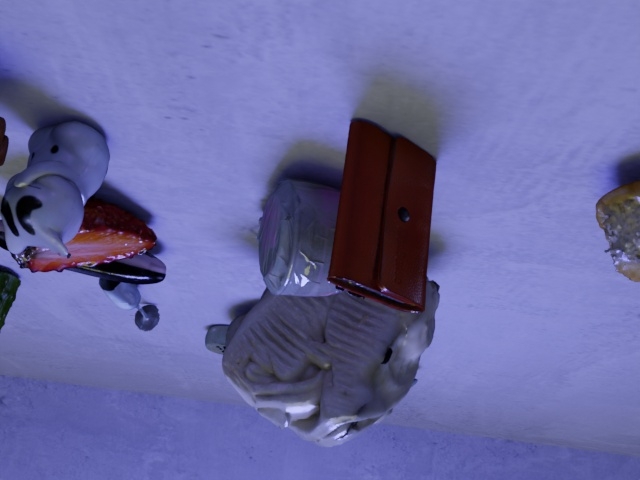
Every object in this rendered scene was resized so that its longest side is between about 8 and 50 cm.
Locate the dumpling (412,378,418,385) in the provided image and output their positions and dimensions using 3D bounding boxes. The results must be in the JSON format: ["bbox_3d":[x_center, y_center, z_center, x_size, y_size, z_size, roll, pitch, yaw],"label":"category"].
[{"bbox_3d":[0.194,0.408,1.862,0.219,0.152,0.108,-4,118,52],"label":"dumpling"}]

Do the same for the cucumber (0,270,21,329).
[{"bbox_3d":[-0.780,0.181,1.437,0.134,0.245,0.134,7,163,2],"label":"cucumber"}]

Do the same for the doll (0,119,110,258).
[{"bbox_3d":[-0.348,-0.073,0.825,0.110,0.181,0.107,-4,141,26],"label":"doll"}]

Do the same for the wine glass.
[{"bbox_3d":[-0.439,0.136,1.449,0.073,0.074,0.262,4,154,7],"label":"wine glass"}]

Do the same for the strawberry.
[{"bbox_3d":[-0.390,-0.027,1.041,0.236,0.111,0.190,-2,158,-46],"label":"strawberry"}]

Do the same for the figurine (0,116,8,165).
[{"bbox_3d":[-0.529,-0.167,0.652,0.381,0.186,0.261,19,148,-15],"label":"figurine"}]

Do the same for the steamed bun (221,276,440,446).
[{"bbox_3d":[0.045,0.195,1.114,0.393,0.347,0.237,-23,144,12],"label":"steamed bun"}]

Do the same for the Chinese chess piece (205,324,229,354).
[{"bbox_3d":[-0.243,0.277,1.719,0.143,0.059,0.144,6,155,3],"label":"Chinese chess piece"}]

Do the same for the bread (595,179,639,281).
[{"bbox_3d":[0.466,-0.024,0.755,0.245,0.121,0.174,-19,160,36],"label":"bread"}]

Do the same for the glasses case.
[{"bbox_3d":[-0.439,0.022,1.159,0.314,0.075,0.122,17,172,-20],"label":"glasses case"}]

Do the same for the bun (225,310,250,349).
[{"bbox_3d":[-0.065,0.302,1.530,0.364,0.220,0.365,6,153,3],"label":"bun"}]

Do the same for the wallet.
[{"bbox_3d":[0.080,-0.028,0.754,0.142,0.205,0.045,23,154,-33],"label":"wallet"}]

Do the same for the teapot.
[{"bbox_3d":[0.001,0.013,0.927,0.178,0.164,0.221,7,157,-18],"label":"teapot"}]
